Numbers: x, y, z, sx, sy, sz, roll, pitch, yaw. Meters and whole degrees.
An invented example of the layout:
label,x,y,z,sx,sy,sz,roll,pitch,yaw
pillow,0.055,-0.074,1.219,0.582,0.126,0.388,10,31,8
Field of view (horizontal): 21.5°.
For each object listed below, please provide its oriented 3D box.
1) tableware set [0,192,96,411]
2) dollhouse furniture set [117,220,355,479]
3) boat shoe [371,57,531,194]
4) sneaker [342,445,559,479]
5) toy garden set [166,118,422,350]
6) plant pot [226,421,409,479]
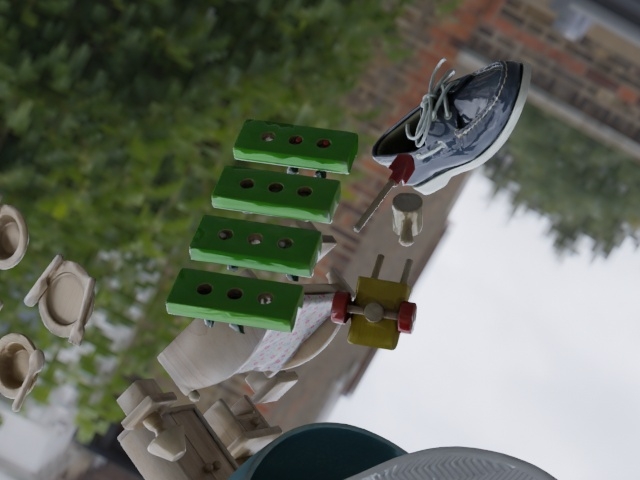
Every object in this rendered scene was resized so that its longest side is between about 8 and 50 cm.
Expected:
label,x,y,z,sx,sy,sz,roll,pitch,yaw
tableware set,-0.259,0.053,1.417,0.168,0.141,0.020,40,-161,32
dollhouse furniture set,-0.020,0.158,1.770,0.174,0.355,0.303,53,-158,18
boat shoe,0.131,-0.123,1.716,0.079,0.095,0.254,25,159,-14
sneaker,0.075,0.208,0.974,0.292,0.108,0.169,-14,137,45
toy garden set,0.000,0.000,1.469,0.204,0.049,0.244,8,-136,12
plant pot,-0.017,0.312,1.302,0.290,0.195,0.290,28,-136,-32
